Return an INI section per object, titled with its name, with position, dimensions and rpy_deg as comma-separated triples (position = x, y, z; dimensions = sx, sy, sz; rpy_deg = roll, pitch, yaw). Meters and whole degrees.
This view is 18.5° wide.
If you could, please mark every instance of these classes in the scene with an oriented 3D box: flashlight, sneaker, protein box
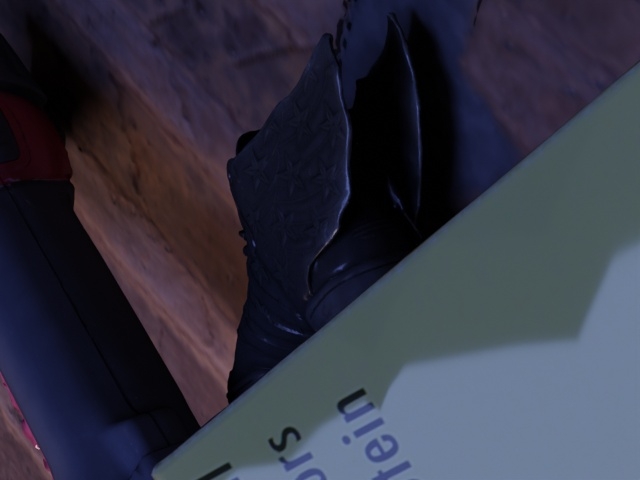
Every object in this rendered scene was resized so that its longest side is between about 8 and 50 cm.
[flashlight]
position = -0.102, 0.045, 0.738
dimensions = 0.103, 0.103, 0.304
rpy_deg = -44, 55, 15
[sneaker]
position = -0.002, 0.001, 0.652
dimensions = 0.089, 0.051, 0.170
rpy_deg = 70, 156, 12
[protein box]
position = 0.119, 0.059, 0.344
dimensions = 0.201, 0.136, 0.200
rpy_deg = -41, 74, 31
